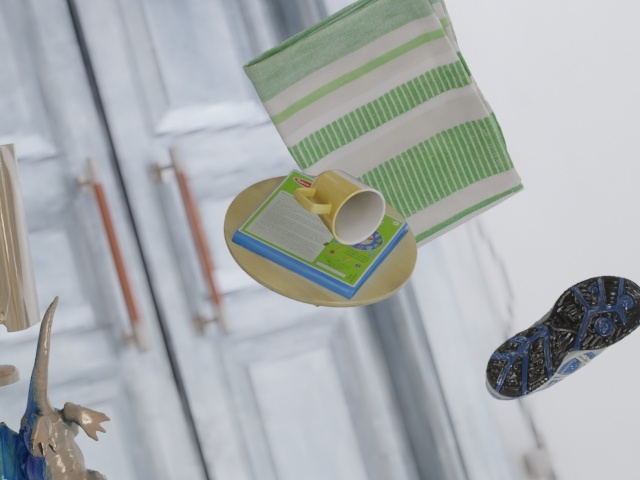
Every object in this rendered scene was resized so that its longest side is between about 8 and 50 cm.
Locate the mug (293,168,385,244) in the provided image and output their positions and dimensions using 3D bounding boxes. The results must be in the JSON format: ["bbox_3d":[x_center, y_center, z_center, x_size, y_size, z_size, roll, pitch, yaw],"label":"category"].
[{"bbox_3d":[0.017,-0.042,1.743,0.062,0.064,0.078,-46,138,-1],"label":"mug"}]

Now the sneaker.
[{"bbox_3d":[0.262,0.106,1.943,0.211,0.080,0.081,-27,168,-15],"label":"sneaker"}]

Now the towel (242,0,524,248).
[{"bbox_3d":[0.087,-0.136,2.151,0.248,0.325,0.038,-29,-151,-1],"label":"towel"}]

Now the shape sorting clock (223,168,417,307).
[{"bbox_3d":[0.000,0.000,1.876,0.206,0.206,0.040,-12,138,-23],"label":"shape sorting clock"}]

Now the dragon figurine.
[{"bbox_3d":[-0.268,0.199,1.712,0.085,0.289,0.144,-26,-162,-35],"label":"dragon figurine"}]

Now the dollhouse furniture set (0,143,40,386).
[{"bbox_3d":[-0.386,-0.007,1.812,0.256,0.362,0.394,-7,-175,6],"label":"dollhouse furniture set"}]
